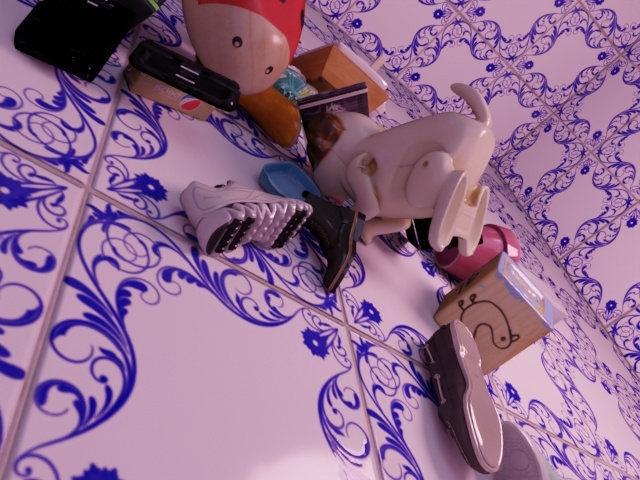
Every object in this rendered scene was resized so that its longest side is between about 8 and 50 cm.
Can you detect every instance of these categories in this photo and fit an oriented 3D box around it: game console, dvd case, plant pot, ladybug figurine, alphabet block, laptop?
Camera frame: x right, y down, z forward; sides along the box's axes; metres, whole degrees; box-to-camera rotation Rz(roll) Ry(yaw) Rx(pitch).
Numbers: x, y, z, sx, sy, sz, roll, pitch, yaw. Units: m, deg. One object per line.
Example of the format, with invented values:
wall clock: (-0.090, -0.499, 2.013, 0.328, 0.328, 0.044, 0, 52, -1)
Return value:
game console: (-0.312, -0.315, 1.004, 0.361, 0.044, 0.213, 23, 41, -16)
dvd case: (0.039, -0.291, 1.413, 0.221, 0.165, 0.018, 73, 3, -63)
plant pot: (0.433, 0.038, 1.653, 0.180, 0.201, 0.201, 15, 36, -24)
ladybug figurine: (-0.144, -0.533, 1.254, 0.305, 0.162, 0.449, 26, 59, -46)
alphabet block: (0.421, 0.171, 1.397, 0.192, 0.197, 0.193, 49, 24, 7)
laptop: (0.284, -0.105, 1.472, 0.137, 0.264, 0.234, -30, 107, -52)

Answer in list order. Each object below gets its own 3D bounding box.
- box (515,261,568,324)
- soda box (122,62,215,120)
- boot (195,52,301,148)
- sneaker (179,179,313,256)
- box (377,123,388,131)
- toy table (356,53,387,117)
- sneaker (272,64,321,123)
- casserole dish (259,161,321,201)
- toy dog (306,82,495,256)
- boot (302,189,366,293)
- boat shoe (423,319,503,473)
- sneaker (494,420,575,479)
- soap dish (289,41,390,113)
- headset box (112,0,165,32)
box: (0.541, 0.184, 1.590, 0.182, 0.181, 0.119, 30, 29, -33)
soda box: (-0.287, -0.299, 1.127, 0.181, 0.061, 0.058, 13, 41, -51)
boot: (-0.179, -0.335, 1.335, 0.211, 0.104, 0.295, 14, 34, -42)
sneaker: (-0.116, -0.052, 0.984, 0.118, 0.110, 0.292, 46, 22, 21)
box: (0.229, -0.360, 2.073, 0.232, 0.058, 0.087, 17, 38, -48)
toy table: (0.117, -0.536, 1.981, 0.274, 0.252, 0.161, 34, 9, -8)
sneaker: (-0.066, -0.393, 1.598, 0.275, 0.107, 0.110, 29, 42, -30)
casserole dish: (-0.068, -0.115, 1.234, 0.114, 0.037, 0.188, 49, 23, 7)
toy dog: (0.150, -0.169, 1.284, 0.408, 0.395, 0.285, 16, 13, 29)
boot: (0.000, 0.000, 1.127, 0.137, 0.077, 0.197, 25, 46, -7)
boat shoe: (0.262, 0.298, 1.094, 0.112, 0.095, 0.335, 39, 30, -24)
sneaker: (0.412, 0.446, 1.076, 0.151, 0.094, 0.255, -6, 66, -54)
soap dish: (0.038, -0.462, 1.711, 0.229, 0.118, 0.291, 34, -9, -28)
headset box: (-0.408, -0.563, 1.124, 0.246, 0.131, 0.283, 51, 34, -31)
